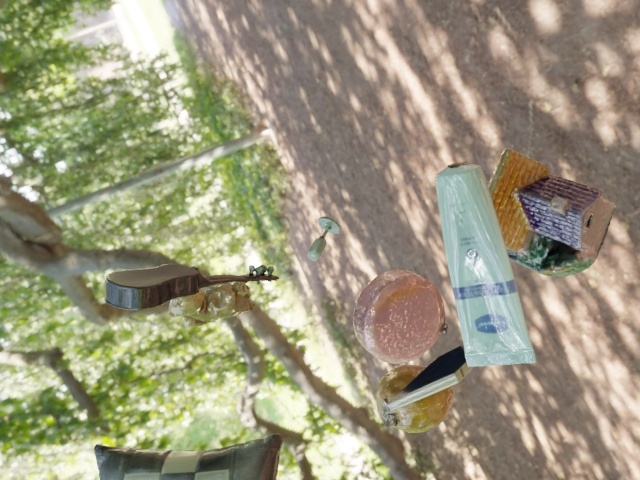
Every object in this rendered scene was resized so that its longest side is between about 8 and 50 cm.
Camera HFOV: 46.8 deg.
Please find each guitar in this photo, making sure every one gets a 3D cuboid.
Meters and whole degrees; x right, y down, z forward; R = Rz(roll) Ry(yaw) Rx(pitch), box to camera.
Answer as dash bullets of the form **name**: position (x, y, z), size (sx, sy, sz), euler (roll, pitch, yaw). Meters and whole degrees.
- **guitar**: position (-0.160, 0.052, 0.999), size (0.084, 0.271, 0.038), euler (17, 107, 42)

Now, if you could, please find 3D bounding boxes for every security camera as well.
- **security camera**: position (0.000, 0.000, 1.592), size (0.058, 0.092, 0.058), euler (24, 154, 13)

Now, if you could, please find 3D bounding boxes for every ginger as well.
- **ginger**: position (-0.186, 0.102, 1.264), size (0.214, 0.133, 0.059), euler (75, 176, -74)

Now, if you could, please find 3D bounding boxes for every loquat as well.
- **loquat**: position (0.278, 0.465, 2.201), size (0.238, 0.238, 0.193), euler (-136, 38, -66)

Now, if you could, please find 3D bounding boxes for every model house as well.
- **model house**: position (0.428, -0.047, 1.491), size (0.237, 0.202, 0.237), euler (31, -171, 36)

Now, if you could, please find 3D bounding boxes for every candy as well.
- **candy**: position (0.211, 0.200, 1.929), size (0.094, 0.255, 0.255), euler (29, 142, 61)

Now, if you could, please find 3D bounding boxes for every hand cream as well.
- **hand cream**: position (0.243, 0.038, 1.126), size (0.067, 0.109, 0.321), euler (-29, -73, -59)

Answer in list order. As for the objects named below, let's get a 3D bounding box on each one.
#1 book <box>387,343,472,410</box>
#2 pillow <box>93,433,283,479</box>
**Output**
- **book**: position (0.279, 0.282, 1.629), size (0.191, 0.269, 0.025), euler (-34, 85, 35)
- **pillow**: position (-0.164, 0.338, 0.910), size (0.106, 0.249, 0.186), euler (58, -151, -71)
